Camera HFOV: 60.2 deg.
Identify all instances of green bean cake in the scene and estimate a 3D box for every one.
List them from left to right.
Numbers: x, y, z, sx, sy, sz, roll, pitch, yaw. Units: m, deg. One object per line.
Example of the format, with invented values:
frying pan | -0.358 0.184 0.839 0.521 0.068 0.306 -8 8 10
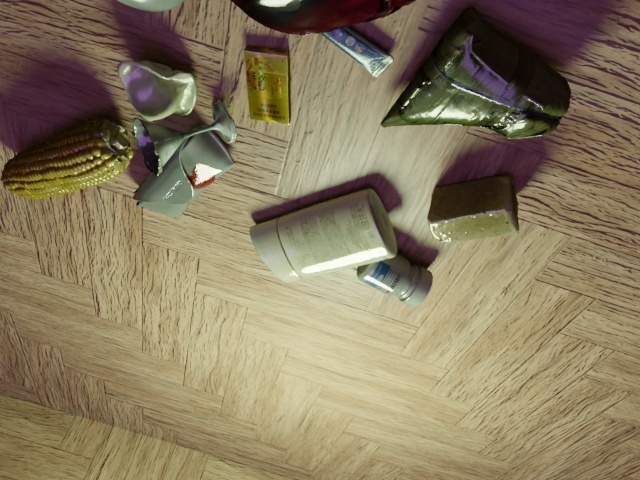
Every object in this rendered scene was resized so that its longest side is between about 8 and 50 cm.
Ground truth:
green bean cake | 0.322 -0.064 1.164 0.179 0.109 0.085 -11 133 26

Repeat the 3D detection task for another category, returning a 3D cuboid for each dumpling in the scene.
dumpling | -0.314 -0.302 1.100 0.133 0.100 0.169 -8 136 7

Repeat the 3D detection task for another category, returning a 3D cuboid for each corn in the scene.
corn | -0.586 -0.179 1.283 0.387 0.144 0.144 -13 131 32

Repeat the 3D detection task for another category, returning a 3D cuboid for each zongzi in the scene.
zongzi | 0.272 -0.231 0.989 0.250 0.125 0.274 32 138 -8

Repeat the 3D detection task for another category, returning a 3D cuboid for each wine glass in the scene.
wine glass | -0.271 -0.216 1.113 0.122 0.182 0.122 41 145 37

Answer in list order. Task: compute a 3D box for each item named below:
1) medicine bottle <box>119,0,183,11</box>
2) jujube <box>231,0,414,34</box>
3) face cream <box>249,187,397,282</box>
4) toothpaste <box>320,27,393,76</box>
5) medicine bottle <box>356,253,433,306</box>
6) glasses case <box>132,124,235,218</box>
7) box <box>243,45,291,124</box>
medicine bottle | -0.216 -0.501 0.744 0.245 0.245 0.306 37 125 -23
jujube | 0.029 -0.403 0.707 0.258 0.376 0.259 28 137 30
face cream | 0.000 0.000 1.329 0.348 0.081 0.174 -16 106 30
toothpaste | 0.040 -0.361 0.981 0.197 0.035 0.057 29 142 -20
medicine bottle | 0.182 0.086 1.370 0.168 0.105 0.105 27 137 -13
glasses case | -0.328 -0.137 1.290 0.128 0.083 0.308 37 134 -22
box | -0.102 -0.303 1.091 0.088 0.022 0.156 9 138 5
